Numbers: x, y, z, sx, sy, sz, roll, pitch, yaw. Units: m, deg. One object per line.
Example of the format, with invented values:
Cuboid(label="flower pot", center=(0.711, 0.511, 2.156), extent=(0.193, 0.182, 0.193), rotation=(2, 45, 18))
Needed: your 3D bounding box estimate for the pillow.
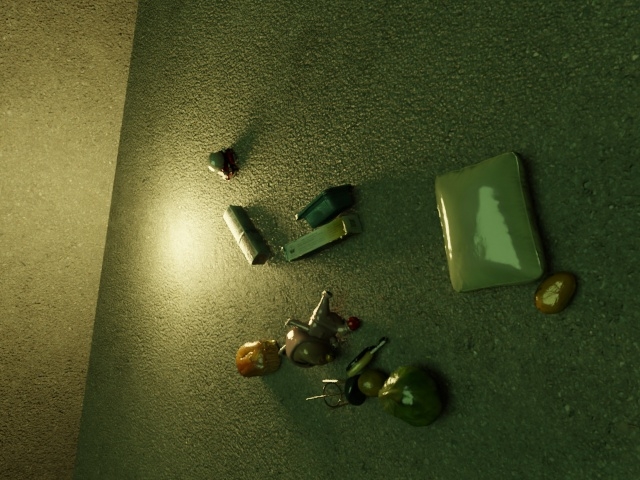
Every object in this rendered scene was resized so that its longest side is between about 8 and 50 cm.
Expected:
Cuboid(label="pillow", center=(0.415, -0.039, 1.280), extent=(0.255, 0.119, 0.322), rotation=(-16, 77, 44))

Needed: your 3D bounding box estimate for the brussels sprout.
Cuboid(label="brussels sprout", center=(0.254, 0.433, 1.425), extent=(0.180, 0.144, 0.161), rotation=(-4, 121, 34))

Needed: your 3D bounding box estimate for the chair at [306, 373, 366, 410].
Cuboid(label="chair", center=(0.068, 0.499, 1.650), extent=(0.221, 0.104, 0.095), rotation=(-32, 97, 45))

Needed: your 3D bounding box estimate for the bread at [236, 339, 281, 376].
Cuboid(label="bread", center=(-0.244, 0.454, 1.952), extent=(0.190, 0.114, 0.132), rotation=(-27, 68, 36))

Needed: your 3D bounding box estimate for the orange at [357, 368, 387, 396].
Cuboid(label="orange", center=(0.162, 0.436, 1.552), extent=(0.095, 0.085, 0.085), rotation=(3, 91, 32))

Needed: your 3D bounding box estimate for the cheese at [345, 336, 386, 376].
Cuboid(label="cheese", center=(0.147, 0.356, 1.585), extent=(0.036, 0.086, 0.162), rotation=(45, 108, 7))

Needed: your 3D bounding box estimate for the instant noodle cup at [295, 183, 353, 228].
Cuboid(label="instant noodle cup", center=(0.024, -0.108, 1.665), extent=(0.179, 0.157, 0.070), rotation=(-40, 78, 38))

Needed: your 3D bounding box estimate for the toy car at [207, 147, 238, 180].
Cuboid(label="toy car", center=(-0.421, -0.323, 2.142), extent=(0.112, 0.112, 0.139), rotation=(-44, 59, 35))

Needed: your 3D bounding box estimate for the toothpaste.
Cuboid(label="toothpaste", center=(0.000, 0.000, 1.726), extent=(0.313, 0.089, 0.071), rotation=(-26, 78, 41))

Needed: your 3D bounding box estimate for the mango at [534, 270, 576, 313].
Cuboid(label="mango", center=(0.549, 0.121, 1.187), extent=(0.114, 0.057, 0.079), rotation=(-59, 45, 23))

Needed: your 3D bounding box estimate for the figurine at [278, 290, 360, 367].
Cuboid(label="figurine", center=(-0.012, 0.317, 1.680), extent=(0.287, 0.176, 0.186), rotation=(-47, 31, 17))

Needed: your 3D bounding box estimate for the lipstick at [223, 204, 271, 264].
Cuboid(label="lipstick", center=(-0.298, -0.026, 2.037), extent=(0.290, 0.076, 0.077), rotation=(56, 127, 34))
